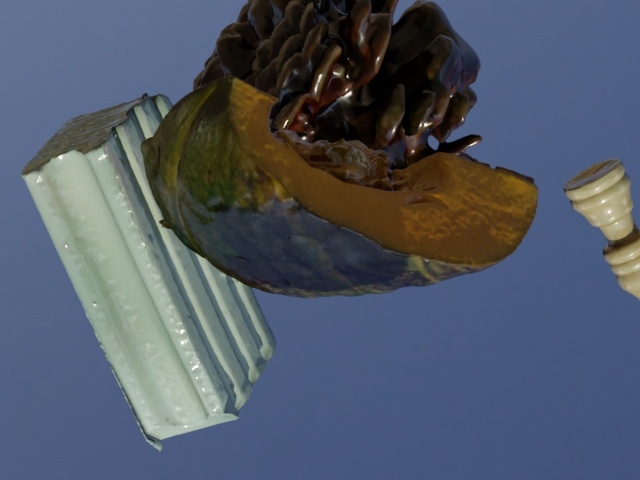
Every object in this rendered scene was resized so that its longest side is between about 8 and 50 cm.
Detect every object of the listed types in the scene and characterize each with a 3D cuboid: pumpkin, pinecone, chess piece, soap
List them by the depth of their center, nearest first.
[{"bbox_3d":[0.165,0.004,1.014,0.035,0.092,0.035,-28,-169,6],"label":"chess piece"},{"bbox_3d":[0.003,0.004,1.354,0.163,0.278,0.111,-52,-149,43],"label":"pumpkin"},{"bbox_3d":[-0.133,0.024,1.507,0.094,0.261,0.150,-15,-161,21],"label":"soap"},{"bbox_3d":[0.013,-0.116,2.218,0.397,0.398,0.398,-25,-147,18],"label":"pinecone"}]
